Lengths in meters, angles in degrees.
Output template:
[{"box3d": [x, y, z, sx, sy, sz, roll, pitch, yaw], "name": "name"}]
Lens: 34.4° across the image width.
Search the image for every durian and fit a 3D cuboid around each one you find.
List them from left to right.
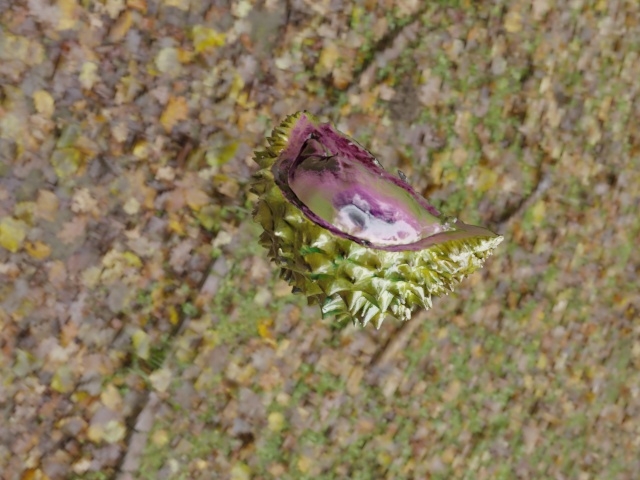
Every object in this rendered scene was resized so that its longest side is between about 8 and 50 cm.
[{"box3d": [-0.001, 0.000, 0.659, 0.108, 0.187, 0.119, -13, 134, -55], "name": "durian"}]
